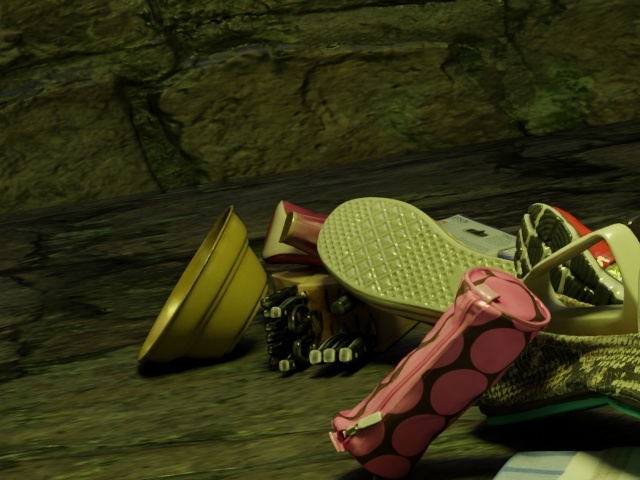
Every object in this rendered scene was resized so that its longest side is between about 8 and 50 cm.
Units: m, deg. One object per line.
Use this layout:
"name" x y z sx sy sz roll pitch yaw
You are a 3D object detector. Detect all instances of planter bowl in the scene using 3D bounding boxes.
"planter bowl" -0.124 0.073 2.242 0.090 0.217 0.217 32 6 -7

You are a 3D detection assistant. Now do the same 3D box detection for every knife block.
"knife block" 0.053 0.080 2.190 0.276 0.088 0.242 -12 11 -24

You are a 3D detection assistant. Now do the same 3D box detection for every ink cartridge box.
"ink cartridge box" 0.139 0.024 2.547 0.224 0.045 0.223 -12 14 -19

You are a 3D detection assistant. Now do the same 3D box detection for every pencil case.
"pencil case" 0.100 0.114 1.632 0.098 0.209 0.095 21 25 -44

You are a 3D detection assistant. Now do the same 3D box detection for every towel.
"towel" 0.269 0.192 1.497 0.285 0.034 0.209 -5 9 21

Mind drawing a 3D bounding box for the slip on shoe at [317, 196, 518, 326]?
"slip on shoe" 0.134 0.047 2.065 0.331 0.123 0.101 22 -15 32

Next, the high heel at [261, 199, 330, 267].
"high heel" 0.000 0.000 2.290 0.117 0.082 0.244 18 -9 -9

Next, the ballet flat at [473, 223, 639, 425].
"ballet flat" 0.271 0.076 1.597 0.164 0.182 0.483 -7 2 -29

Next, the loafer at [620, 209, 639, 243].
"loafer" 0.496 -0.014 2.441 0.220 0.080 0.078 -16 21 -17

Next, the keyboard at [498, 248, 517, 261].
"keyboard" 0.236 0.021 2.606 0.256 0.014 0.072 -6 10 17

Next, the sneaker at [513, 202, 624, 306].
"sneaker" 0.300 0.062 1.892 0.118 0.107 0.279 -3 37 -38
